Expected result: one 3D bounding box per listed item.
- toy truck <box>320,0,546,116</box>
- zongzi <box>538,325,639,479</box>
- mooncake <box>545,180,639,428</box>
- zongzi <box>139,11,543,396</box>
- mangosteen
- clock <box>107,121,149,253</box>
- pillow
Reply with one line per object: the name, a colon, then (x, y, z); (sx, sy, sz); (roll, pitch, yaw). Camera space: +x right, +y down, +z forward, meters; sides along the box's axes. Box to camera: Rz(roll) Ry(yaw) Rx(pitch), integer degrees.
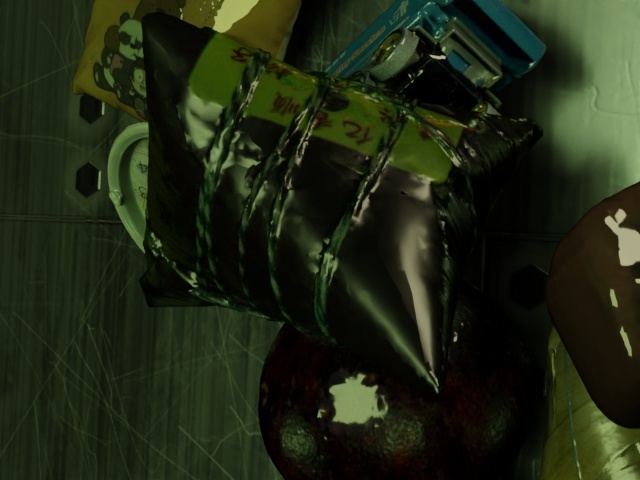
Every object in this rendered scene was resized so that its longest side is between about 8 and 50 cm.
toy truck: (0.060, -0.122, 1.263); (0.146, 0.175, 0.367); (41, 116, -20)
zongzi: (0.243, 0.214, 1.198); (0.256, 0.115, 0.228); (-41, 62, 37)
mooncake: (0.337, 0.021, 1.006); (0.326, 0.333, 0.174); (-42, 59, 38)
zongzi: (0.000, 0.000, 1.039); (0.383, 0.362, 0.319); (3, 126, 7)
mangosteen: (0.079, 0.167, 1.205); (0.288, 0.288, 0.288); (-2, 87, 33)
clock: (-0.153, -0.044, 1.447); (0.236, 0.053, 0.236); (23, 135, 25)
pillow: (-0.159, -0.261, 1.456); (0.310, 0.119, 0.312); (32, 111, 28)
